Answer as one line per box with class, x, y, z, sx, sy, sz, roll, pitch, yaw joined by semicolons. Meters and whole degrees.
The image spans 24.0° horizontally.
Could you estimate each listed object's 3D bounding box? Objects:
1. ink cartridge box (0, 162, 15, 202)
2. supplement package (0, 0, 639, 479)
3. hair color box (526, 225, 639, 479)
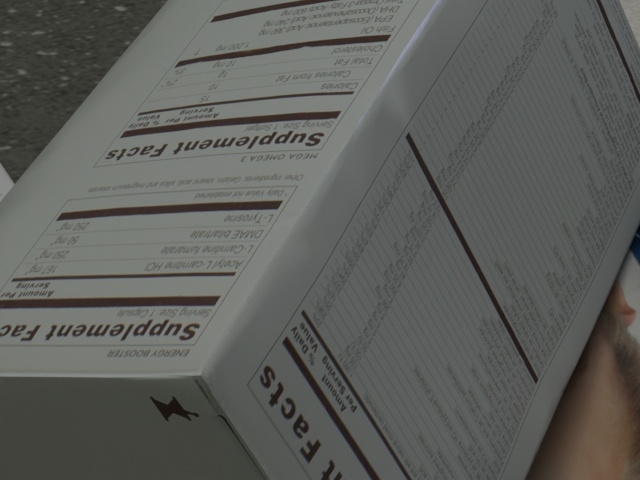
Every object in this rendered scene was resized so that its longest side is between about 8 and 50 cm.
ink cartridge box;-0.248;0.002;0.808;0.160;0.092;0.219;-15;35;-23
supplement package;0.000;0.000;0.487;0.134;0.139;0.244;-3;40;38
hair color box;0.092;0.059;0.616;0.105;0.174;0.347;28;23;-24
